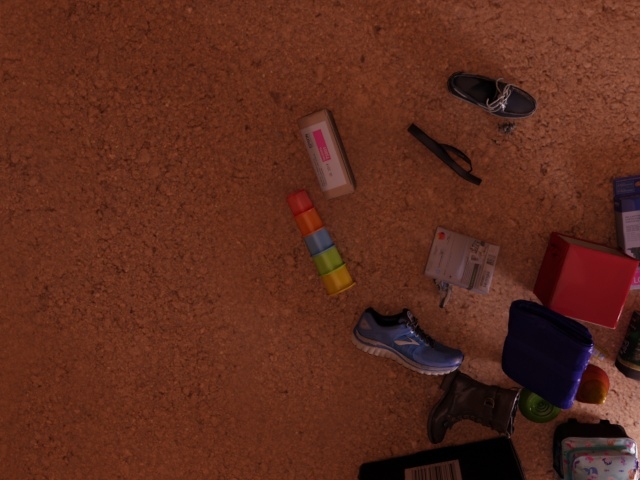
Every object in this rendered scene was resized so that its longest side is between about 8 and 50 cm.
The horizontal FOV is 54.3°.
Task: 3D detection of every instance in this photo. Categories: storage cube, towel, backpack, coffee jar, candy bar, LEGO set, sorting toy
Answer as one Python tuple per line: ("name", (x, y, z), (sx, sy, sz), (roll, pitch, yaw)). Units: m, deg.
("storage cube", (0.710, 0.102, 1.696), (0.214, 0.184, 0.193), (14, 102, 4))
("towel", (0.610, 0.305, 1.691), (0.227, 0.076, 0.308), (32, 145, 33))
("backpack", (0.790, 0.668, 1.786), (0.225, 0.191, 0.254), (-2, 104, 7))
("coffee jar", (0.893, 0.296, 1.749), (0.079, 0.096, 0.185), (16, 100, 7))
("candy bar", (0.758, 0.299, 1.806), (0.161, 0.018, 0.040), (31, 105, 1))
("LEGO set", (0.513, -0.302, 1.734), (0.054, 0.023, 0.083), (19, 101, 3))
("sorting toy", (0.667, 0.480, 1.794), (0.365, 0.126, 0.127), (-23, 96, 9))

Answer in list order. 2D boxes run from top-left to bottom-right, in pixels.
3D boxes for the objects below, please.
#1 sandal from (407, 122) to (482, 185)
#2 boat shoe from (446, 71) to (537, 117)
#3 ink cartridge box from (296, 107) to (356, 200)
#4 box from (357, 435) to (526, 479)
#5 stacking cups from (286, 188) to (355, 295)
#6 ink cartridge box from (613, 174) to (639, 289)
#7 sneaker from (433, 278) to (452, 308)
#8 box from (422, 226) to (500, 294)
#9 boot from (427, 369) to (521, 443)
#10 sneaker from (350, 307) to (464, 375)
("sandal", (0.353, -0.244, 1.727), (0.254, 0.097, 0.054), (41, 102, 0))
("boat shoe", (0.469, -0.399, 1.696), (0.254, 0.079, 0.095), (24, 101, 3))
("ink cartridge box", (0.022, -0.238, 1.720), (0.088, 0.193, 0.235), (-18, 96, 9))
("box", (0.392, 0.889, 1.814), (0.479, 0.297, 0.472), (-15, 99, 9))
("stacking cups", (0.000, 0.000, 1.816), (0.096, 0.096, 0.316), (-23, 94, 10))
("ink cartridge box", (0.917, -0.029, 1.713), (0.185, 0.065, 0.311), (-8, 97, 8))
("sneaker", (0.356, 0.129, 1.816), (0.058, 0.052, 0.135), (11, 91, 10))
("box", (0.400, 0.058, 1.772), (0.186, 0.038, 0.145), (18, 75, 3))
("boot", (0.443, 0.509, 1.798), (0.228, 0.091, 0.263), (21, 101, 31))
("sneaker", (0.261, 0.285, 1.811), (0.329, 0.130, 0.147), (18, 103, 4))
